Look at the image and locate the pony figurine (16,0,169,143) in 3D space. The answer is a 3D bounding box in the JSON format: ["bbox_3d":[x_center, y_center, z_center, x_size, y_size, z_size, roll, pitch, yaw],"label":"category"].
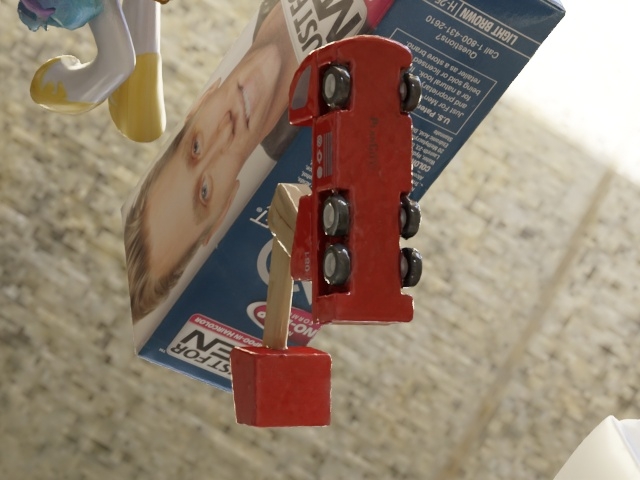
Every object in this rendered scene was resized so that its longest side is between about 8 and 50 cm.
[{"bbox_3d":[-0.144,-0.260,0.988,0.303,0.351,0.363,-22,169,-31],"label":"pony figurine"}]

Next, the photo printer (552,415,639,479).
[{"bbox_3d":[0.163,0.252,0.949,0.256,0.107,0.307,-57,-179,8],"label":"photo printer"}]

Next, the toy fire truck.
[{"bbox_3d":[0.000,0.000,0.812,0.135,0.047,0.192,169,-78,-64],"label":"toy fire truck"}]

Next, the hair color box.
[{"bbox_3d":[-0.002,-0.078,1.051,0.347,0.105,0.174,-53,-152,25],"label":"hair color box"}]
